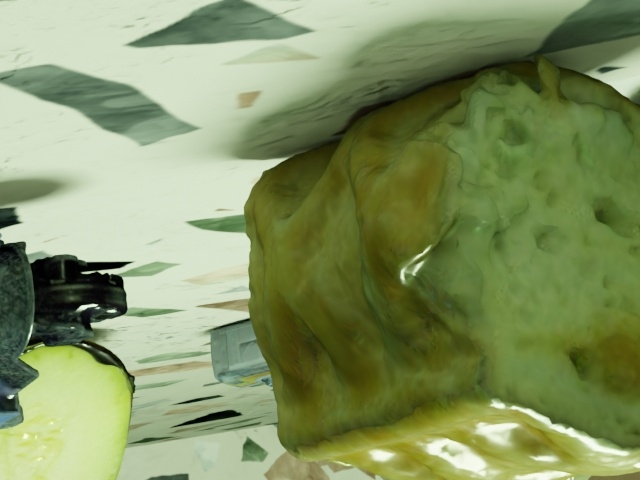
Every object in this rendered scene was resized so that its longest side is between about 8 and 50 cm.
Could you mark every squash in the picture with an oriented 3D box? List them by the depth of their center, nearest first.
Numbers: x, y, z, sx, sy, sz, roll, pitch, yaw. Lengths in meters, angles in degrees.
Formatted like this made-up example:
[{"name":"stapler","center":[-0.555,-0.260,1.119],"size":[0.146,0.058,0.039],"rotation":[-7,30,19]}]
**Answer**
[{"name":"squash","center":[-0.282,0.175,1.602],"size":[0.236,0.204,0.155],"rotation":[-6,-167,-24]}]

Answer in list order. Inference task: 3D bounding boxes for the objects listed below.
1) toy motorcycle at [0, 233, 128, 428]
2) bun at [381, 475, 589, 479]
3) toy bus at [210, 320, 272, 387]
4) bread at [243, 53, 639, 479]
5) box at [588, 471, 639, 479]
[{"name":"toy motorcycle","center":[-0.259,0.067,1.049],"size":[0.212,0.125,0.358],"rotation":[-3,168,-28]},{"name":"bun","center":[0.131,0.112,1.444],"size":[0.239,0.239,0.141],"rotation":[-13,178,14]},{"name":"toy bus","center":[-0.020,0.098,1.699],"size":[0.190,0.064,0.075],"rotation":[-16,164,30]},{"name":"bread","center":[0.083,0.028,0.932],"size":[0.238,0.196,0.252],"rotation":[23,161,-30]},{"name":"box","center":[0.386,0.176,1.987],"size":[0.216,0.301,0.301],"rotation":[-4,172,8]}]
